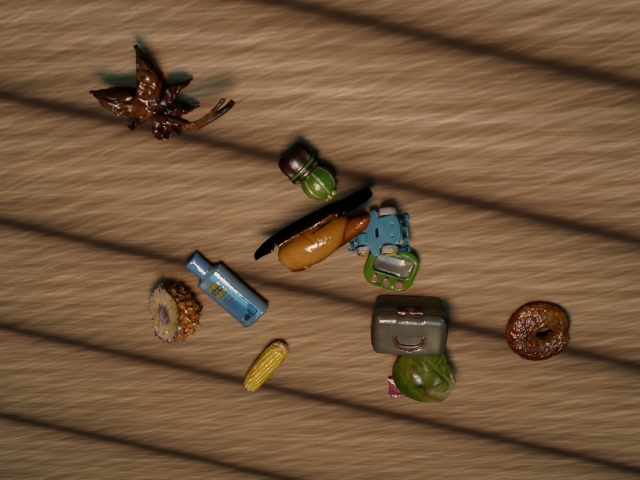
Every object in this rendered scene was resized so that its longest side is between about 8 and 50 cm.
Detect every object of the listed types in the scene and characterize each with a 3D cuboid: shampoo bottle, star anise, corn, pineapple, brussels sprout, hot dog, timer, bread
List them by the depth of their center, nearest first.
[{"bbox_3d":[-0.371,-0.337,1.514,0.346,0.148,0.237,11,120,11],"label":"star anise"},{"bbox_3d":[0.000,-0.002,1.622,0.326,0.194,0.107,-23,107,30],"label":"hot dog"},{"bbox_3d":[0.194,0.073,1.722,0.140,0.047,0.128,16,119,-3],"label":"timer"},{"bbox_3d":[0.609,0.259,1.767,0.193,0.064,0.193,1,116,2],"label":"bread"},{"bbox_3d":[-0.273,0.136,1.791,0.258,0.061,0.104,43,112,-15],"label":"shampoo bottle"},{"bbox_3d":[-0.393,0.203,1.807,0.176,0.137,0.161,54,129,22],"label":"pineapple"},{"bbox_3d":[0.295,0.388,1.823,0.161,0.144,0.180,-41,96,-14],"label":"brussels sprout"},{"bbox_3d":[-0.165,0.378,1.901,0.067,0.067,0.206,32,118,-10],"label":"corn"}]

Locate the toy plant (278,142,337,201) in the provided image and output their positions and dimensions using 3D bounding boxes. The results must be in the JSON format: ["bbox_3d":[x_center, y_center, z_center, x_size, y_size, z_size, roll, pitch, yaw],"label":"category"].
[{"bbox_3d":[-0.025,-0.166,1.597,0.093,0.093,0.162,-39,107,22],"label":"toy plant"}]

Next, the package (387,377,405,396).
[{"bbox_3d":[0.233,0.447,1.919,0.059,0.029,0.083,2,126,9],"label":"package"}]

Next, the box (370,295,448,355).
[{"bbox_3d":[0.245,0.237,1.753,0.210,0.129,0.148,2,117,4],"label":"box"}]

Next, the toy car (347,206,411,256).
[{"bbox_3d":[0.156,-0.011,1.661,0.161,0.098,0.126,-14,73,36],"label":"toy car"}]
